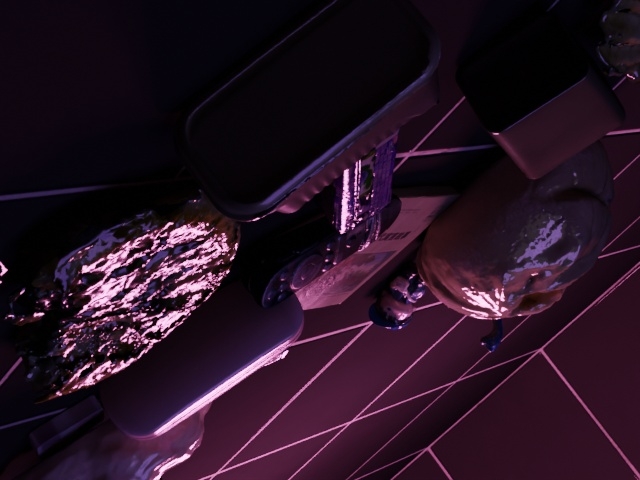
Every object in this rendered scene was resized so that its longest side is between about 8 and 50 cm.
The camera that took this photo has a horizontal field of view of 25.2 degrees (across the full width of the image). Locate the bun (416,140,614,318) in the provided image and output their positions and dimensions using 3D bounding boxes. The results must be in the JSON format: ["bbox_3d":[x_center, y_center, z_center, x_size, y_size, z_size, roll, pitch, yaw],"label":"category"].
[{"bbox_3d":[0.331,-0.011,2.273,0.365,0.219,0.365,-36,167,-10],"label":"bun"}]

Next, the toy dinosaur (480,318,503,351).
[{"bbox_3d":[0.331,0.047,2.482,0.247,0.188,0.075,-38,171,-1],"label":"toy dinosaur"}]

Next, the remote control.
[{"bbox_3d":[0.000,0.000,1.922,0.266,0.066,0.090,-31,155,-32],"label":"remote control"}]

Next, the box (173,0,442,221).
[{"bbox_3d":[0.000,-0.128,1.459,0.274,0.138,0.178,-37,168,3],"label":"box"}]

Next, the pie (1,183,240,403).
[{"bbox_3d":[-0.219,0.049,1.590,0.296,0.078,0.371,-32,162,-20],"label":"pie"}]

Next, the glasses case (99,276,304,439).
[{"bbox_3d":[-0.157,0.152,1.917,0.297,0.113,0.075,-34,164,-9],"label":"glasses case"}]

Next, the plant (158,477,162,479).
[{"bbox_3d":[-0.316,0.401,2.234,0.142,0.131,0.203,-25,150,-37],"label":"plant"}]

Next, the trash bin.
[{"bbox_3d":[0.288,-0.189,1.859,0.164,0.122,0.240,-32,162,12],"label":"trash bin"}]

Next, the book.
[{"bbox_3d":[0.060,0.015,2.139,0.282,0.025,0.215,-44,160,28],"label":"book"}]

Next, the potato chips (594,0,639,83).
[{"bbox_3d":[0.535,-0.353,1.958,0.373,0.097,0.389,-32,166,15],"label":"potato chips"}]

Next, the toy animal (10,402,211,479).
[{"bbox_3d":[-0.252,0.323,2.052,0.266,0.188,0.308,-44,167,28],"label":"toy animal"}]

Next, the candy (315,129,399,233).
[{"bbox_3d":[0.046,-0.103,1.732,0.088,0.061,0.312,-31,162,-14],"label":"candy"}]

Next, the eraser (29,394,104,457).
[{"bbox_3d":[-0.347,0.255,1.968,0.105,0.026,0.065,-31,165,-19],"label":"eraser"}]

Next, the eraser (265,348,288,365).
[{"bbox_3d":[-0.094,0.139,2.056,0.063,0.085,0.027,-22,159,-38],"label":"eraser"}]

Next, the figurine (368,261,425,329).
[{"bbox_3d":[0.136,0.092,2.447,0.079,0.077,0.136,-81,-163,-64],"label":"figurine"}]
